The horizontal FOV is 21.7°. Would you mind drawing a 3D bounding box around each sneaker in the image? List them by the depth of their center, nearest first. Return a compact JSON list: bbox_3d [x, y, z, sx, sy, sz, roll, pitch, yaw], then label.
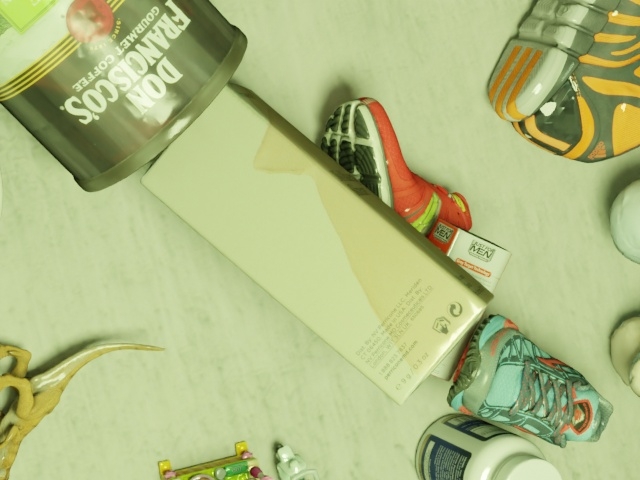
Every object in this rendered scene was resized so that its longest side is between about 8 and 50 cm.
[{"bbox_3d":[0.221,0.147,1.658,0.262,0.125,0.104,20,92,-60],"label":"sneaker"},{"bbox_3d":[0.089,-0.029,1.667,0.118,0.107,0.279,-33,118,-22],"label":"sneaker"},{"bbox_3d":[0.321,-0.226,1.737,0.180,0.124,0.321,31,94,-27],"label":"sneaker"}]

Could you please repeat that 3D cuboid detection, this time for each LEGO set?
[{"bbox_3d":[-0.125,0.290,1.597,0.287,0.107,0.132,-35,108,-16],"label":"LEGO set"}]

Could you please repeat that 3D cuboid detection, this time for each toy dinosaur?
[{"bbox_3d":[-0.262,0.139,1.558,0.211,0.064,0.112,-48,129,-2],"label":"toy dinosaur"}]

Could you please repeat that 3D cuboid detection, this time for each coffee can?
[{"bbox_3d":[-0.228,-0.207,1.448,0.201,0.201,0.275,-48,110,-12],"label":"coffee can"}]

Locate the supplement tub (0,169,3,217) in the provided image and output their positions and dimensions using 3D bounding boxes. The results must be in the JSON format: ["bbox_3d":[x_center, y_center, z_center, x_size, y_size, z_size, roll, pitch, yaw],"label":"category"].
[{"bbox_3d":[-0.378,-0.045,1.362,0.191,0.272,0.191,-3,97,-23],"label":"supplement tub"}]

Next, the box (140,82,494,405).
[{"bbox_3d":[0.000,0.000,1.521,0.311,0.148,0.121,40,97,5],"label":"box"}]

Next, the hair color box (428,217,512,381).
[{"bbox_3d":[0.120,0.058,1.614,0.072,0.043,0.141,24,95,-30],"label":"hair color box"}]

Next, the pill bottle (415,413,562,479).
[{"bbox_3d":[0.173,0.236,1.684,0.094,0.169,0.094,-3,97,-23],"label":"pill bottle"}]

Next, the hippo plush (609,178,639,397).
[{"bbox_3d":[0.430,0.024,1.736,0.294,0.234,0.236,-18,103,-20],"label":"hippo plush"}]
